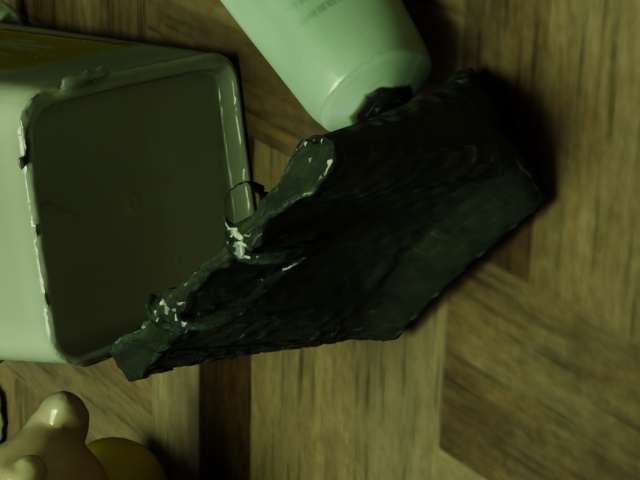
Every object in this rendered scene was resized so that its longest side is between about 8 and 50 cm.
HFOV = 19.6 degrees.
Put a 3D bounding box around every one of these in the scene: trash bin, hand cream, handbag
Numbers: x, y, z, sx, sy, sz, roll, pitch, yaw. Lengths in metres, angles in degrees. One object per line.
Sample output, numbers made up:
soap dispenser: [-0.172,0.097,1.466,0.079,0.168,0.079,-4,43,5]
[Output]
trash bin: [-0.223,-0.015,1.291,0.368,0.256,0.296,7,106,47]
hand cream: [-0.039,-0.192,1.066,0.320,0.109,0.067,59,-175,26]
handbag: [0.000,0.000,1.001,0.270,0.175,0.088,-46,65,51]

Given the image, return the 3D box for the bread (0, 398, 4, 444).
bread: [-0.316,0.136,1.672,0.109,0.080,0.084,18,123,12]

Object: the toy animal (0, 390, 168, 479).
toy animal: [-0.136,0.271,1.300,0.247,0.277,0.345,27,138,15]
